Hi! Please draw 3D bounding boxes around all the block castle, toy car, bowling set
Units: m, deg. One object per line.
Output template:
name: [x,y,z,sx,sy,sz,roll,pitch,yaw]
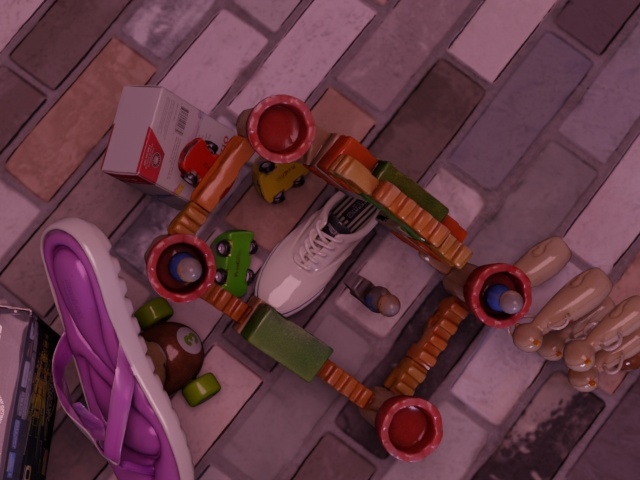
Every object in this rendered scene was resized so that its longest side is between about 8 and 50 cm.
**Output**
block castle: [0.026,0.045,1.755,0.453,0.213,0.303,36,86,-16]
toy car: [-0.122,-0.033,1.902,0.053,0.239,0.224,18,104,43]
toy car: [-0.229,0.161,1.820,0.149,0.188,0.155,-32,81,-7]
bowling set: [0.354,0.141,1.847,0.154,0.287,0.200,-38,115,-2]

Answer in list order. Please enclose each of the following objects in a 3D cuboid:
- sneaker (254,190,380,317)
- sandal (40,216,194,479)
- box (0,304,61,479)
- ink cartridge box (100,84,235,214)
sneaker: [0.000,0.000,1.906,0.094,0.091,0.258,39,80,7]
sandal: [-0.280,0.178,1.708,0.102,0.169,0.416,-24,97,-40]
box: [-0.413,0.293,1.725,0.097,0.318,0.394,7,78,1]
ink cartridge box: [-0.207,-0.122,1.884,0.072,0.175,0.127,6,76,34]
